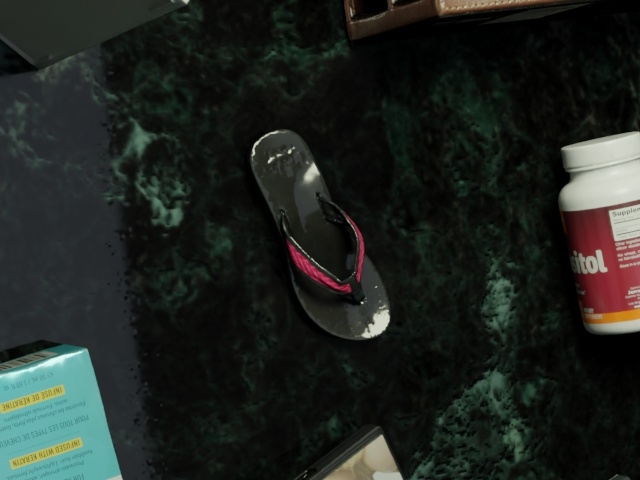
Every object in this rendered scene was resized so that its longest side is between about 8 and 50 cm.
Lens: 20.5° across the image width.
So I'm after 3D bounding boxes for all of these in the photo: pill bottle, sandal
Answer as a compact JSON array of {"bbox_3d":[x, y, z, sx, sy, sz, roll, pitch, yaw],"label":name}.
[{"bbox_3d":[0.239,-0.006,1.415,0.086,0.086,0.152,-15,95,-24],"label":"pill bottle"},{"bbox_3d":[0.000,0.000,1.331,0.067,0.040,0.179,-32,103,-21],"label":"sandal"}]

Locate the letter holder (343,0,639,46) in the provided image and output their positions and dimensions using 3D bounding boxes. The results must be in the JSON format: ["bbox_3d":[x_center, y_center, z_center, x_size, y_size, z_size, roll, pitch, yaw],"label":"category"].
[{"bbox_3d":[0.171,-0.279,1.350,0.302,0.152,0.214,-9,92,-24],"label":"letter holder"}]

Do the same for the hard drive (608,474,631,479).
[{"bbox_3d":[0.215,0.266,1.439,0.135,0.022,0.094,-30,102,-22],"label":"hard drive"}]

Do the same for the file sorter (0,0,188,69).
[{"bbox_3d":[-0.165,-0.251,1.131,0.193,0.278,0.173,40,70,-19],"label":"file sorter"}]

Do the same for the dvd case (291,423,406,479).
[{"bbox_3d":[-0.009,0.275,1.302,0.253,0.022,0.180,-34,107,-35],"label":"dvd case"}]

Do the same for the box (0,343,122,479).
[{"bbox_3d":[-0.186,0.203,1.236,0.100,0.060,0.244,-17,97,-23],"label":"box"}]
